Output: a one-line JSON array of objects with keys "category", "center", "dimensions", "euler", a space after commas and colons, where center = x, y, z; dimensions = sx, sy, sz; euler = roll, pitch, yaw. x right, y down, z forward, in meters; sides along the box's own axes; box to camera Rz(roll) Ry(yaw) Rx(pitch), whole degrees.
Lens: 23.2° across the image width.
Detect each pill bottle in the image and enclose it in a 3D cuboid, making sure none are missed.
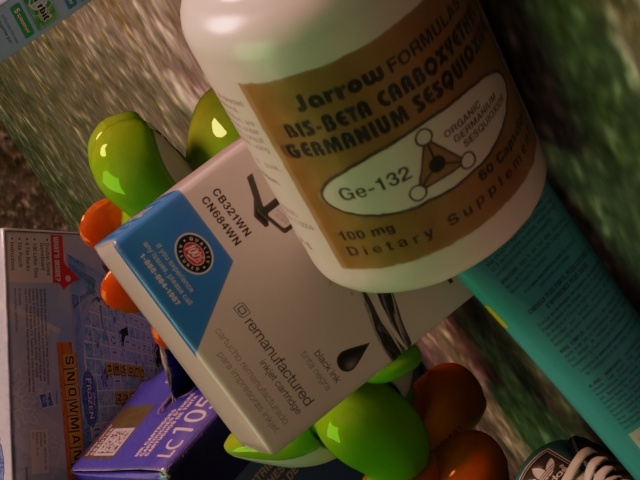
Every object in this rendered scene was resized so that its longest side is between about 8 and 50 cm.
[{"category": "pill bottle", "center": [0.009, -0.097, 0.729], "dimensions": [0.131, 0.131, 0.229], "euler": [35, 159, 54]}]

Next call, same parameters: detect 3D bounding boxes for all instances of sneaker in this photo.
[{"category": "sneaker", "center": [0.173, 0.188, 1.000], "dimensions": [0.121, 0.108, 0.302], "euler": [46, 169, 9]}]

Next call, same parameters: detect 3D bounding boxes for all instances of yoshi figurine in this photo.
[{"category": "yoshi figurine", "center": [0.005, 0.024, 1.071], "dimensions": [0.203, 0.203, 0.362], "euler": [-17, 122, 48]}]

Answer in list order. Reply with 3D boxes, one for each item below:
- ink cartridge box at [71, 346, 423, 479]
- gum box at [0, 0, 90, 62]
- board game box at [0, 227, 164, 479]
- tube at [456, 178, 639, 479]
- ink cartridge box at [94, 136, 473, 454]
[{"category": "ink cartridge box", "center": [-0.024, 0.203, 1.341], "dimensions": [0.151, 0.270, 0.395], "euler": [-10, 122, 49]}, {"category": "gum box", "center": [-0.177, -0.207, 0.978], "dimensions": [0.157, 0.184, 0.041], "euler": [43, 165, 35]}, {"category": "board game box", "center": [-0.155, 0.154, 1.376], "dimensions": [0.066, 0.318, 0.319], "euler": [-10, 80, 46]}, {"category": "tube", "center": [0.141, 0.051, 0.821], "dimensions": [0.207, 0.080, 0.052], "euler": [51, 151, -13]}, {"category": "ink cartridge box", "center": [0.000, 0.000, 0.878], "dimensions": [0.148, 0.203, 0.086], "euler": [53, 166, -5]}]
